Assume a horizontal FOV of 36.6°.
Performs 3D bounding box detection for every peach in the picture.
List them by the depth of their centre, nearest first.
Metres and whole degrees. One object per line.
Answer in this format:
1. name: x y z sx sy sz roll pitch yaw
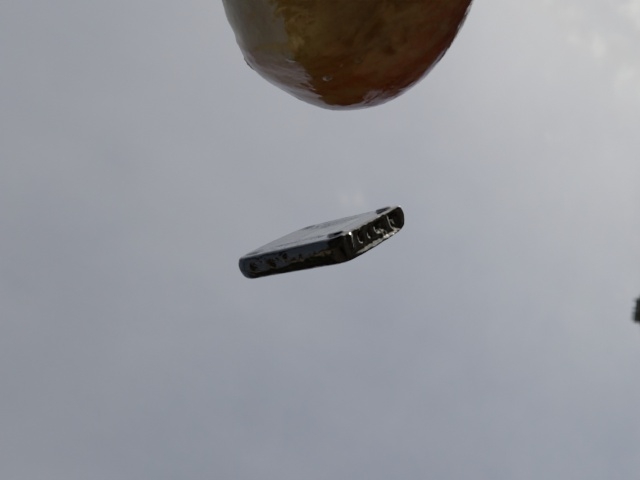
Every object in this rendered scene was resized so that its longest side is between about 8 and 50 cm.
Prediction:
1. peach: 0.031 -0.216 0.786 0.233 0.232 0.232 -1 -88 -31

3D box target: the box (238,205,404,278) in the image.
1. box: 0.000 0.000 0.885 0.126 0.125 0.027 -29 -75 -55
